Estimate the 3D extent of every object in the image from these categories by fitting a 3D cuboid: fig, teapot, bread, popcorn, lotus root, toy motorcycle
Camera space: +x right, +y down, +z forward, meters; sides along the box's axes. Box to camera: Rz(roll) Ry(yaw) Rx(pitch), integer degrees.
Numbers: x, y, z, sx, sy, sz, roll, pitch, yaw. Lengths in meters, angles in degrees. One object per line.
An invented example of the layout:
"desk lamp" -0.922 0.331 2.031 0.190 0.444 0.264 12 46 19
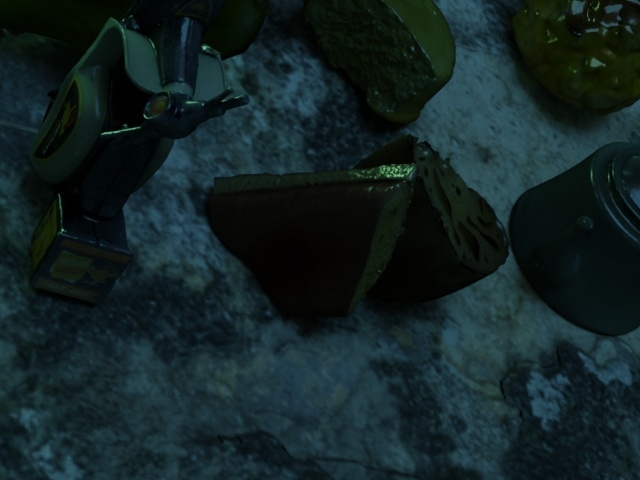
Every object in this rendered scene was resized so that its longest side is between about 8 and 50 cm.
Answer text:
"fig" -0.183 -0.224 1.543 0.275 0.206 0.206 -7 60 -15
"teapot" 0.283 -0.025 1.736 0.239 0.149 0.162 -20 69 -43
"bread" 0.000 -0.001 1.535 0.067 0.192 0.119 -30 114 -51
"popcorn" 0.267 -0.205 1.881 0.148 0.152 0.167 -19 66 -10
"lotus root" 0.078 0.000 1.582 0.159 0.135 0.095 31 44 -32
"bread" 0.060 -0.188 1.749 0.156 0.086 0.125 51 33 3
"toy motorcycle" -0.134 -0.092 1.400 0.091 0.263 0.157 15 42 -27
